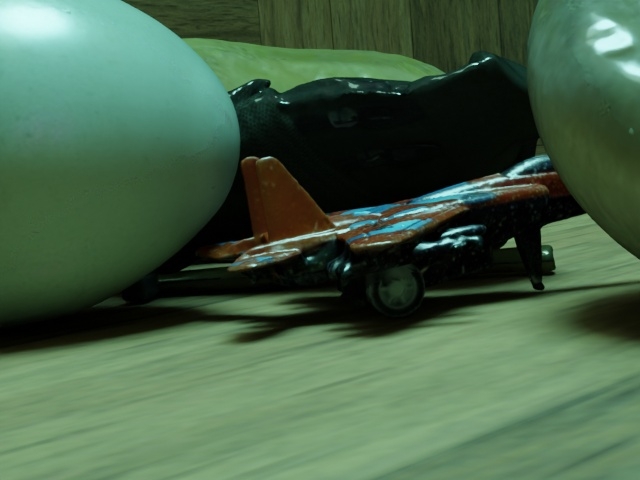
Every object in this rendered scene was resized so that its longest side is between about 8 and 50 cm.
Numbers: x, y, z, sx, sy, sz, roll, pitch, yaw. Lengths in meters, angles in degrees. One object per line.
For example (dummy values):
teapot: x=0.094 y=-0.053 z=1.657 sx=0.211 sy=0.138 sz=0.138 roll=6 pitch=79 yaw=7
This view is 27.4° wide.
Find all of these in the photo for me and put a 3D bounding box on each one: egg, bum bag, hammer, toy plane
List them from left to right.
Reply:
egg: x=-0.138 y=-0.036 z=0.541 sx=0.209 sy=0.151 sz=0.151 roll=-1 pitch=5 yaw=-1
bum bag: x=-0.034 y=-0.029 z=0.653 sx=0.326 sy=0.079 sz=0.142 roll=-4 pitch=-29 yaw=26
hammer: x=0.009 y=0.014 z=0.617 sx=0.199 sy=0.013 sz=0.062 roll=-4 pitch=4 yaw=8
toy plane: x=0.049 y=-0.004 z=0.525 sx=0.189 sy=0.061 sz=0.130 roll=-1 pitch=3 yaw=-14

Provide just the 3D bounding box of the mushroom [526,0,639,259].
mushroom: x=0.158 y=-0.090 z=0.422 sx=0.207 sy=0.215 sz=0.207 roll=-19 pitch=43 yaw=18

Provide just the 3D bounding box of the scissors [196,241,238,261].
scissors: x=0.000 y=0.000 z=0.746 sx=0.187 sy=0.020 sz=0.133 roll=-6 pitch=12 yaw=8

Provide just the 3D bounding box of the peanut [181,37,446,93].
peanut: x=-0.028 y=-0.063 z=0.853 sx=0.319 sy=0.147 sz=0.147 roll=-5 pitch=4 yaw=-31
